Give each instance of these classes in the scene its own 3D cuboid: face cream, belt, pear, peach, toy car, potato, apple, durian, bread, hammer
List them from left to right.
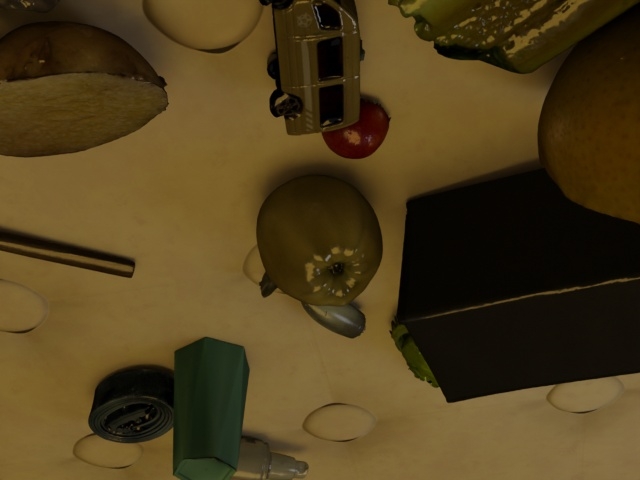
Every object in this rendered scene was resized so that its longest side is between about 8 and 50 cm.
[{"bbox_3d":[-0.471,0.004,1.347,0.365,0.044,0.111,14,133,-19],"label":"hammer"},{"bbox_3d":[-0.333,-0.195,1.056,0.299,0.116,0.239,-19,169,39],"label":"potato"},{"bbox_3d":[-0.348,0.312,1.640,0.190,0.082,0.141,-27,128,25],"label":"belt"},{"bbox_3d":[-0.150,0.462,1.794,0.251,0.101,0.101,12,135,-14],"label":"face cream"},{"bbox_3d":[-0.009,-0.252,1.044,0.124,0.101,0.257,-6,138,-3],"label":"toy car"},{"bbox_3d":[0.000,0.000,1.257,0.199,0.200,0.200,-1,137,-1],"label":"apple"},{"bbox_3d":[0.046,-0.150,1.181,0.098,0.062,0.098,0,144,0],"label":"peach"},{"bbox_3d":[0.192,0.180,1.504,0.106,0.132,0.375,-29,140,-7],"label":"durian"},{"bbox_3d":[0.256,-0.347,0.871,0.376,0.208,0.251,-30,142,28],"label":"bread"},{"bbox_3d":[0.411,-0.175,0.957,0.340,0.386,0.192,-17,119,-10],"label":"pear"}]

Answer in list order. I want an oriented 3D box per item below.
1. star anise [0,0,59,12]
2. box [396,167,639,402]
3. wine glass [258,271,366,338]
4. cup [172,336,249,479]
[{"bbox_3d":[-0.454,-0.324,0.923,0.359,0.139,0.316,17,127,-19],"label":"star anise"},{"bbox_3d":[0.307,0.054,1.236,0.345,0.251,0.205,-12,131,21],"label":"box"},{"bbox_3d":[-0.009,0.104,1.452,0.198,0.066,0.066,30,128,-32],"label":"wine glass"},{"bbox_3d":[-0.193,0.308,1.532,0.148,0.236,0.134,-30,131,24],"label":"cup"}]
